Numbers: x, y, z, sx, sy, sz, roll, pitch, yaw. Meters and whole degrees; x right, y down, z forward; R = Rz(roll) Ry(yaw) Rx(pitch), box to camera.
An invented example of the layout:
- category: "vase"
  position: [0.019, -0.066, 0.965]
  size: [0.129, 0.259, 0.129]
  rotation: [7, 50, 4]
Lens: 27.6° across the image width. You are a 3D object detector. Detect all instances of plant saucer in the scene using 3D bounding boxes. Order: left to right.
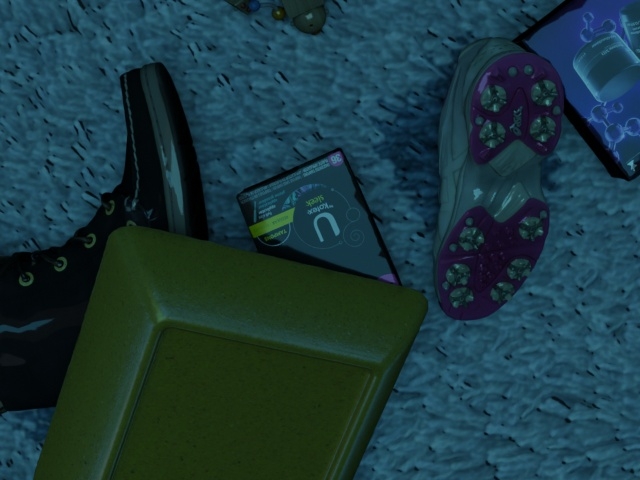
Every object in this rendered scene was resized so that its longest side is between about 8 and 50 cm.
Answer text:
- category: "plant saucer"
  position: [-0.088, 0.176, 1.295]
  size: [0.332, 0.081, 0.333]
  rotation: [13, 115, -18]

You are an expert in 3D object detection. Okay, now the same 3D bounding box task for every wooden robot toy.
- category: "wooden robot toy"
  position: [-0.011, -0.256, 1.360]
  size: [0.173, 0.076, 0.079]
  rotation: [-22, 130, 4]

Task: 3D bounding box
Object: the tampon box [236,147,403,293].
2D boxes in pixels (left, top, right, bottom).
- category: "tampon box"
  position: [0.000, 0.000, 1.354]
  size: [0.120, 0.101, 0.161]
  rotation: [-24, 95, 4]

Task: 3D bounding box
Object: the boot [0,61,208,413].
- category: "boot"
  position: [-0.260, 0.015, 1.349]
  size: [0.284, 0.138, 0.377]
  rotation: [-5, 104, 2]

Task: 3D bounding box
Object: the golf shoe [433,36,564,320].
- category: "golf shoe"
  position: [0.171, -0.065, 1.347]
  size: [0.115, 0.140, 0.306]
  rotation: [1, 118, -16]

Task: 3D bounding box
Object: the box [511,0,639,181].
- category: "box"
  position: [0.356, -0.211, 1.325]
  size: [0.261, 0.103, 0.184]
  rotation: [-39, 96, 5]
